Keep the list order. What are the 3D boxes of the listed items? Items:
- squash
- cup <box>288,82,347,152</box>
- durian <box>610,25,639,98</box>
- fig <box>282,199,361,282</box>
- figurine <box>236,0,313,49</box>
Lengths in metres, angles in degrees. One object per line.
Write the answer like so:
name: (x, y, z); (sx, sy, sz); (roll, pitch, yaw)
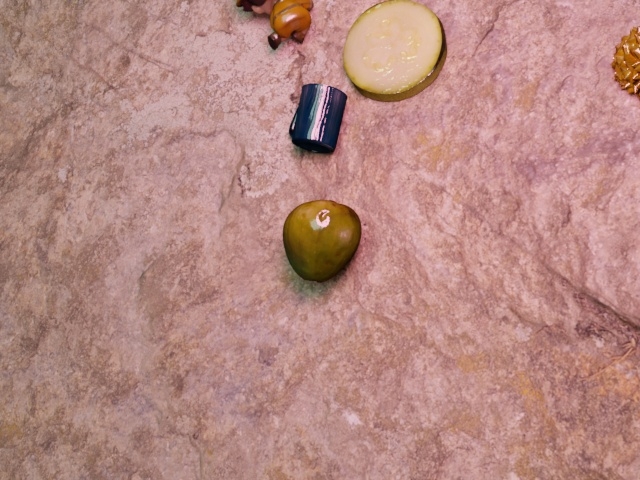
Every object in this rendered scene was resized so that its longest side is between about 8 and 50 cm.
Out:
squash: (0.180, -0.459, 1.506); (0.252, 0.049, 0.252); (-5, 75, 18)
cup: (-0.008, -0.288, 1.516); (0.113, 0.150, 0.138); (13, 84, -11)
durian: (0.676, -0.369, 1.260); (0.132, 0.165, 0.182); (19, 111, -6)
fig: (0.000, 0.000, 1.398); (0.181, 0.181, 0.191); (11, 100, 23)
figurine: (-0.117, -0.630, 1.593); (0.192, 0.167, 0.257); (-33, 70, -3)
